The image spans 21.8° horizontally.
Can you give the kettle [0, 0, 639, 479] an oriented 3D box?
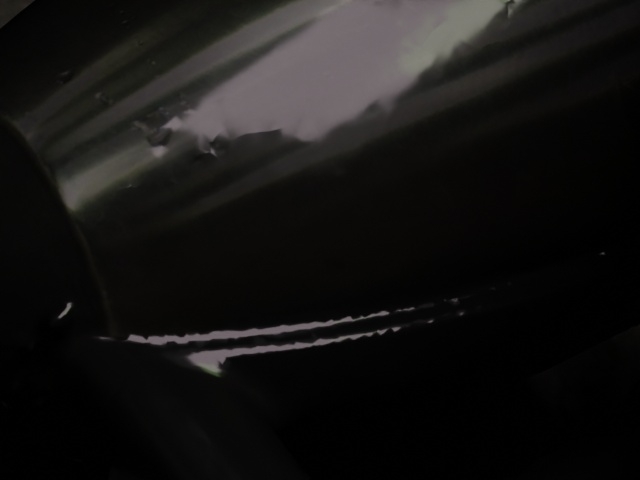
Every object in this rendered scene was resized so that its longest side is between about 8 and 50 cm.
[{"bbox_3d":[-0.010,-0.002,0.542,0.271,0.207,0.251,-22,82,-32],"label":"kettle"}]
